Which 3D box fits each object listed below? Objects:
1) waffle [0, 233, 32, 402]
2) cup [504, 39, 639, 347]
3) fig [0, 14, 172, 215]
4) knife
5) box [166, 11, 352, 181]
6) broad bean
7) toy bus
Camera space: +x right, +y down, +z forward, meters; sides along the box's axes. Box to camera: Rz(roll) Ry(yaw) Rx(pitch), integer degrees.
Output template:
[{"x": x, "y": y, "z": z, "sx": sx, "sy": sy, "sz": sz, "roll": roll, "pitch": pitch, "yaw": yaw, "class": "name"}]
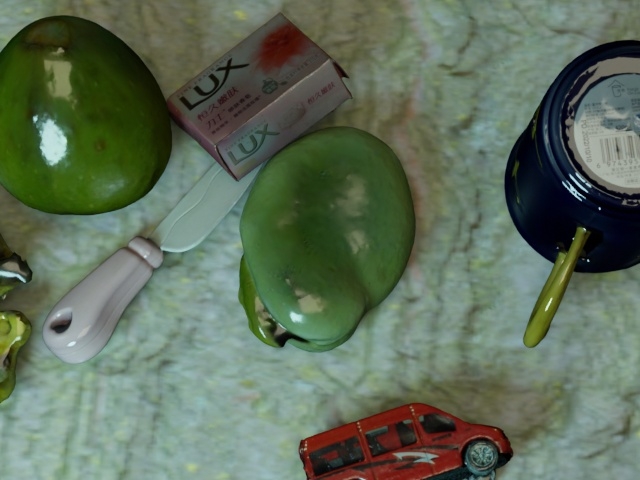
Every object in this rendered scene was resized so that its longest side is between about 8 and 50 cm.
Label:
[{"x": -0.484, "y": 0.080, "z": 1.753, "sx": 0.382, "sy": 0.095, "sz": 0.380, "roll": 41, "pitch": 83, "yaw": 4, "class": "waffle"}, {"x": 0.270, "y": -0.034, "z": 1.681, "sx": 0.178, "sy": 0.256, "sz": 0.255, "roll": -2, "pitch": 81, "yaw": 0, "class": "cup"}, {"x": -0.235, "y": -0.123, "z": 1.749, "sx": 0.181, "sy": 0.191, "sz": 0.181, "roll": -8, "pitch": 45, "yaw": 8, "class": "fig"}, {"x": -0.140, "y": -0.013, "z": 1.774, "sx": 0.336, "sy": 0.043, "sz": 0.081, "roll": -48, "pitch": 41, "yaw": -8, "class": "knife"}, {"x": -0.059, "y": -0.141, "z": 1.780, "sx": 0.156, "sy": 0.060, "sz": 0.111, "roll": -38, "pitch": 43, "yaw": -8, "class": "box"}, {"x": 0.000, "y": 0.000, "z": 1.763, "sx": 0.169, "sy": 0.100, "sz": 0.228, "roll": 32, "pitch": 73, "yaw": 3, "class": "broad bean"}, {"x": 0.081, "y": 0.206, "z": 1.730, "sx": 0.195, "sy": 0.081, "sz": 0.089, "roll": -18, "pitch": 70, "yaw": -2, "class": "toy bus"}]
